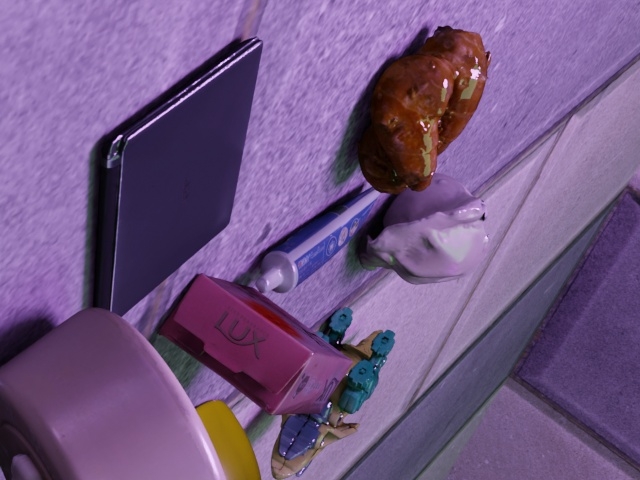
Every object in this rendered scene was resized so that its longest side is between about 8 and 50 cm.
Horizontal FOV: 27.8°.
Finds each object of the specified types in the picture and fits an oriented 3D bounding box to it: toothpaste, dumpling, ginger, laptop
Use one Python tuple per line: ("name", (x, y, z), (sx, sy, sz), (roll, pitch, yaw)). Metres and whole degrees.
("toothpaste", (0.000, 0.000, 1.087), (0.197, 0.035, 0.057), (-38, 165, -53))
("dumpling", (0.100, -0.002, 1.273), (0.127, 0.108, 0.188), (-29, 179, -4))
("ginger", (0.079, -0.091, 1.044), (0.103, 0.073, 0.162), (-39, 160, -41))
("laptop", (-0.089, -0.032, 0.787), (0.129, 0.016, 0.180), (-43, 162, -34))

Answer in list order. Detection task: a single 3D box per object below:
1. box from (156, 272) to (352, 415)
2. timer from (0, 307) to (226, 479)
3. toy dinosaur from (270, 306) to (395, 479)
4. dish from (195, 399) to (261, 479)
("box", (-0.044, 0.082, 0.990), (0.060, 0.111, 0.156), (-55, 166, 3))
("timer", (-0.200, 0.167, 0.702), (0.266, 0.175, 0.175), (-26, 153, -27))
("toy dinosaur", (0.025, 0.140, 1.379), (0.259, 0.094, 0.153), (-48, 166, -49))
("dish", (-0.133, 0.274, 1.152), (0.262, 0.108, 0.221), (-35, 155, -50))
